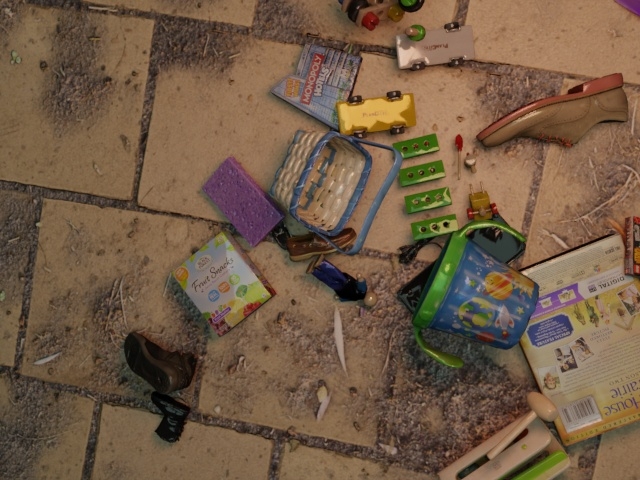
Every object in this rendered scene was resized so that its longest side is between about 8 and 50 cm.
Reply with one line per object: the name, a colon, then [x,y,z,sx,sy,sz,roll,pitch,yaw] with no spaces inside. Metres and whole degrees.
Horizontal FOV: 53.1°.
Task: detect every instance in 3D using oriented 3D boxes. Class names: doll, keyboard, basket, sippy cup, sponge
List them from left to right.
sponge: [-0.193,-0.096,1.600,0.210,0.031,0.117,48,113,9]
basket: [0.037,-0.130,1.477,0.289,0.201,0.254,34,98,47]
doll: [0.061,0.105,1.563,0.189,0.046,0.129,35,137,-13]
keyboard: [0.317,0.044,1.557,0.317,0.033,0.201,-40,87,6]
sippy cup: [0.350,0.126,1.421,0.224,0.305,0.240,24,51,7]

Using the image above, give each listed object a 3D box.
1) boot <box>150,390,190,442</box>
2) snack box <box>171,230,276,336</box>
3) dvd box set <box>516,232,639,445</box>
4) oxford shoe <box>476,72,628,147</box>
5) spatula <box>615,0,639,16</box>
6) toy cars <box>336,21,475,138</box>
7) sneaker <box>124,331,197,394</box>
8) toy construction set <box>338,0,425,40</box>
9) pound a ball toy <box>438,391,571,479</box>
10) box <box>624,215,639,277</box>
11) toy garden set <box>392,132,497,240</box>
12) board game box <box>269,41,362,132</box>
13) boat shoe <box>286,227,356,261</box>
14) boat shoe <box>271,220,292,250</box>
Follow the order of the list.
boot: [-0.403,0.461,1.666,0.121,0.045,0.099,26,98,6]
snack box: [-0.243,0.109,1.618,0.174,0.070,0.207,-39,85,8]
dvd box set: [0.630,0.230,1.503,0.308,0.062,0.420,-24,88,8]
oxford shoe: [0.538,-0.268,1.472,0.348,0.123,0.130,-19,94,9]
spatula: [0.809,-0.494,1.470,0.084,0.030,0.296,-45,85,5]
toy cars: [0.198,-0.380,1.535,0.176,0.087,0.393,41,93,-9]
sneaker: [-0.407,0.312,1.648,0.227,0.130,0.087,28,101,34]
toy construction set: [0.153,-0.616,1.496,0.309,0.237,0.257,20,111,28]
pound a ball toy: [0.422,0.485,1.486,0.319,0.136,0.208,-38,120,8]
box: [0.741,0.019,1.462,0.094,0.027,0.137,10,77,-17]
toy garden set: [0.298,-0.135,1.531,0.204,0.049,0.244,-12,79,9]
board game box: [-0.017,-0.386,1.576,0.194,0.060,0.194,17,94,6]
boat shoe: [0.000,0.000,1.575,0.178,0.064,0.060,-17,114,9]
boat shoe: [-0.107,-0.033,1.610,0.046,0.038,0.125,-20,89,8]
